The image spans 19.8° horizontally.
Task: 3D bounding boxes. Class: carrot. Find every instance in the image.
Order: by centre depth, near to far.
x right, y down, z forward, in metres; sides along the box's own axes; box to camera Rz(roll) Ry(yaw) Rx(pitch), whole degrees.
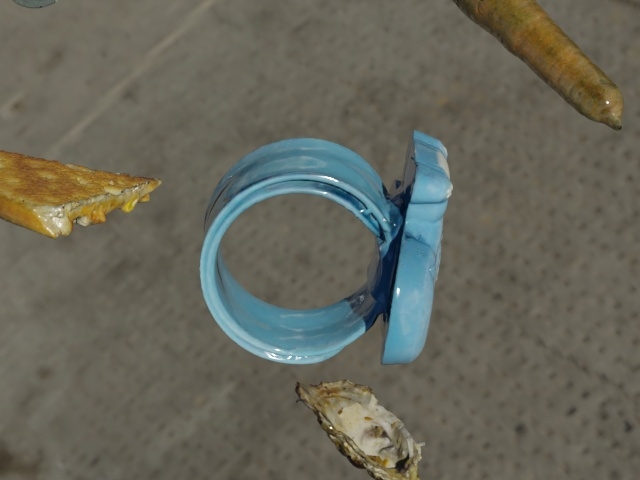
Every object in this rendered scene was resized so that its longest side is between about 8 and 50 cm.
[{"bbox_3d":[0.193,-0.220,1.823,0.070,0.070,0.342,-40,63,-2],"label":"carrot"}]

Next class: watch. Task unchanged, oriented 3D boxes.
[{"bbox_3d":[0.000,0.000,1.500,0.193,0.211,0.211,6,46,-3],"label":"watch"}]

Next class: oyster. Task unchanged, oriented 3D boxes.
[{"bbox_3d":[0.043,0.200,1.897,0.177,0.105,0.056,36,109,28],"label":"oyster"}]

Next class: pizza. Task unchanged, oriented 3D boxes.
[{"bbox_3d":[-0.219,-0.043,1.542,0.185,0.176,0.036,24,111,42],"label":"pizza"}]

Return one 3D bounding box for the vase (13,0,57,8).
[{"bbox_3d":[-0.233,-0.222,1.310,0.059,0.167,0.059,-4,73,15],"label":"vase"}]
